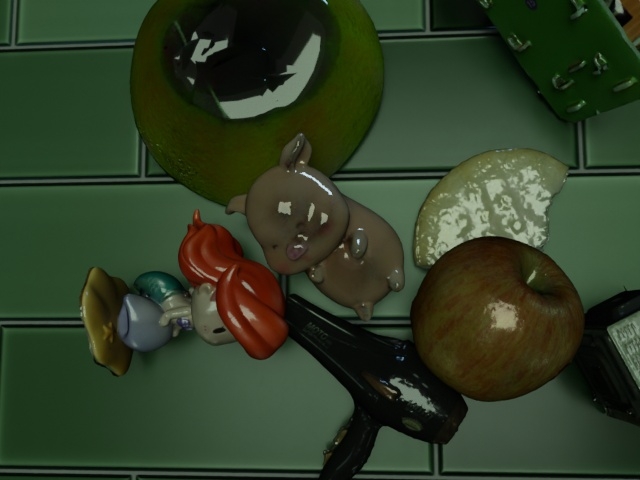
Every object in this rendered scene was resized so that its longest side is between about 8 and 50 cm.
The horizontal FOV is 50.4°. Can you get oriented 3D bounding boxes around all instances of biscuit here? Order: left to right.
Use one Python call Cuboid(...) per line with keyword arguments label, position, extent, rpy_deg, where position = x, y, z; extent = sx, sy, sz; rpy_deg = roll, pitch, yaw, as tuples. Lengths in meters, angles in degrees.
Cuboid(label="biscuit", position=(0.253, -0.033, 0.994), extent=(0.265, 0.040, 0.188), rpy_deg=(-38, 80, -1))

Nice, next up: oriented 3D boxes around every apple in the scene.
Cuboid(label="apple", position=(0.227, 0.101, 0.885), extent=(0.211, 0.211, 0.187), rpy_deg=(35, 126, 8))

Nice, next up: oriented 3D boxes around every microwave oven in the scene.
Cuboid(label="microwave oven", position=(0.410, 0.152, 0.876), extent=(0.129, 0.205, 0.163), rpy_deg=(-28, 81, 1))

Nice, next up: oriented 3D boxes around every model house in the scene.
Cuboid(label="model house", position=(0.422, -0.387, 0.873), extent=(0.324, 0.340, 0.300), rpy_deg=(-40, 96, -13))

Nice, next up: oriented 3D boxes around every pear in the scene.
Cuboid(label="pear", position=(-0.105, -0.245, 0.969), extent=(0.399, 0.165, 0.398), rpy_deg=(0, 87, 5))

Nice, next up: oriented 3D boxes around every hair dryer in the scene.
Cuboid(label="hair dryer", position=(0.007, 0.278, 0.960), extent=(0.304, 0.120, 0.359), rpy_deg=(29, 95, 16))

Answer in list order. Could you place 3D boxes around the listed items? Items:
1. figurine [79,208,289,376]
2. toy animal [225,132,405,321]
Cuboid(label="figurine", position=(-0.177, 0.076, 0.945), extent=(0.257, 0.208, 0.180), rpy_deg=(-10, 119, 4))
Cuboid(label="toy animal", position=(0.006, -0.010, 0.942), extent=(0.250, 0.154, 0.166), rpy_deg=(40, 104, -19))
